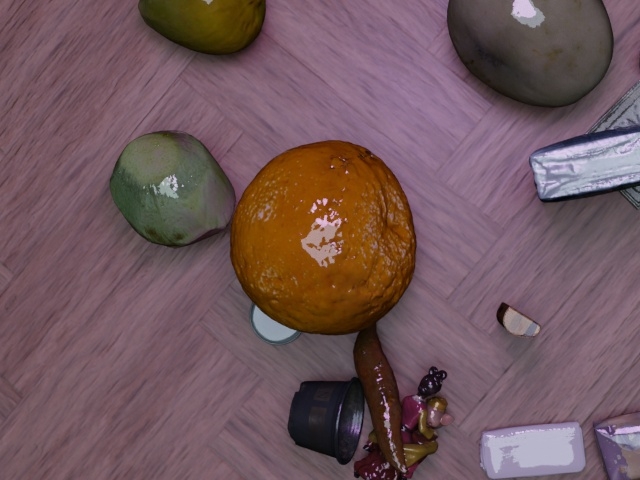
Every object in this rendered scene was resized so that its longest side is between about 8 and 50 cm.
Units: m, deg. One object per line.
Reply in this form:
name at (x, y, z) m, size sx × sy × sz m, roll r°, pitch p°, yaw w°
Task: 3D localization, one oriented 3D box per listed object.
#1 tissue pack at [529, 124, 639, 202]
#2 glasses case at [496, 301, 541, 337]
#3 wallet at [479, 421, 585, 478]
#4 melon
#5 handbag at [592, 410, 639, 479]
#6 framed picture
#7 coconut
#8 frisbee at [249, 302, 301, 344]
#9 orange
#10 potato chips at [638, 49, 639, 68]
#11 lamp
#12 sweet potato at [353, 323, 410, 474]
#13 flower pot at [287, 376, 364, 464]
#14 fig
tissue pack at (0.471, -0.128, 1.751) m, size 0.228 × 0.316 × 0.103 m, roll -10°, pitch 90°, yaw 13°
glasses case at (0.343, 0.144, 1.841) m, size 0.065 × 0.170 × 0.041 m, roll 31°, pitch 92°, yaw 5°
wallet at (0.382, 0.383, 1.901) m, size 0.190 × 0.033 × 0.095 m, roll -8°, pitch 86°, yaw 5°
melon at (0.361, -0.372, 1.812) m, size 0.308 × 0.272 × 0.271 m, roll 30°, pitch 92°, yaw 14°
handbag at (0.580, 0.358, 1.855) m, size 0.173 × 0.095 × 0.117 m, roll -16°, pitch 93°, yaw 14°
framed picture at (0.600, -0.194, 1.901) m, size 0.173 × 0.010 × 0.231 m, roll 44°, pitch 93°, yaw 6°
coconut at (-0.267, -0.086, 1.901) m, size 0.236 × 0.236 × 0.204 m, roll -1°, pitch 55°, yaw 6°
frisbee at (-0.079, 0.141, 1.966) m, size 0.110 × 0.014 × 0.110 m, roll 0°, pitch 90°, yaw 6°
orange at (0.000, 0.000, 1.809) m, size 0.293 × 0.341 × 0.340 m, roll -11°, pitch 87°, yaw 32°
potato chips at (0.672, -0.377, 1.869) m, size 0.167 × 0.059 × 0.228 m, roll 34°, pitch 88°, yaw -4°
lamp at (0.163, 0.345, 1.890) m, size 0.118 × 0.118 × 0.253 m, roll 33°, pitch 89°, yaw 6°
sweet potato at (0.108, 0.264, 1.852) m, size 0.066 × 0.072 × 0.314 m, roll -7°, pitch 57°, yaw -13°
flower pot at (0.008, 0.318, 1.890) m, size 0.107 × 0.157 × 0.157 m, roll 7°, pitch 89°, yaw 17°
fig at (-0.211, -0.445, 1.913) m, size 0.230 × 0.207 × 0.207 m, roll 22°, pitch 91°, yaw 40°
